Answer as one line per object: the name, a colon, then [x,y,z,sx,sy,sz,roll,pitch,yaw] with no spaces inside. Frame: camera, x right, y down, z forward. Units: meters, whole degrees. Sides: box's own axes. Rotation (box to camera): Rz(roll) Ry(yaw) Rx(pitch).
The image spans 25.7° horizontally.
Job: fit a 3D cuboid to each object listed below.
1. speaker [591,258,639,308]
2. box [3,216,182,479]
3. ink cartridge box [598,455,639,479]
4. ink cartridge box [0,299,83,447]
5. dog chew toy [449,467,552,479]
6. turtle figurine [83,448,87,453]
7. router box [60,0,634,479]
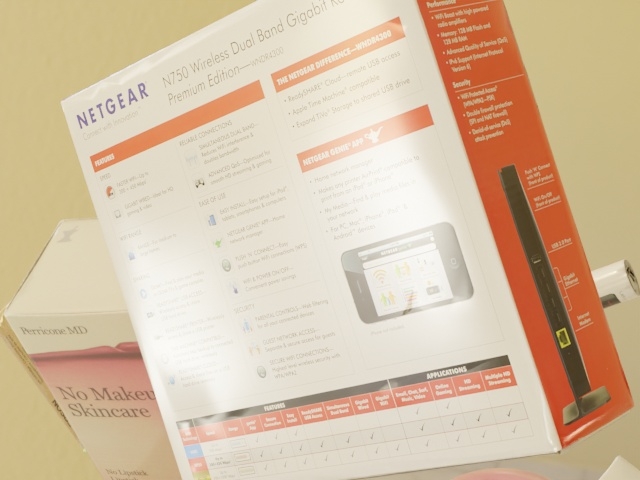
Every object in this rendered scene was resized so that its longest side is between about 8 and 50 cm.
speaker: [0.357,0.071,1.883,0.136,0.055,0.055,-22,-5,22]
box: [-0.144,0.102,1.222,0.149,0.232,0.127,-4,40,25]
ink cartridge box: [0.374,0.341,1.506,0.212,0.093,0.154,35,-13,19]
ink cartridge box: [-0.341,0.166,2.078,0.234,0.088,0.193,53,28,8]
dog chew toy: [0.118,0.312,1.169,0.207,0.206,0.332,17,14,30]
turtle figurine: [-0.177,0.133,1.629,0.198,0.266,0.275,15,-7,-35]
router box: [0.000,0.000,0.897,0.335,0.301,0.082,-16,1,45]
